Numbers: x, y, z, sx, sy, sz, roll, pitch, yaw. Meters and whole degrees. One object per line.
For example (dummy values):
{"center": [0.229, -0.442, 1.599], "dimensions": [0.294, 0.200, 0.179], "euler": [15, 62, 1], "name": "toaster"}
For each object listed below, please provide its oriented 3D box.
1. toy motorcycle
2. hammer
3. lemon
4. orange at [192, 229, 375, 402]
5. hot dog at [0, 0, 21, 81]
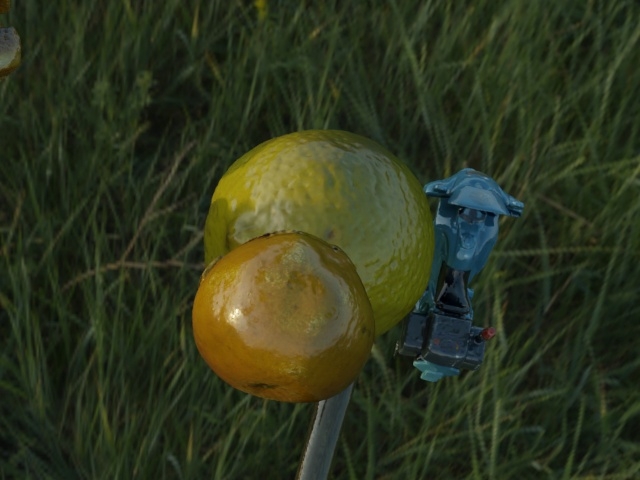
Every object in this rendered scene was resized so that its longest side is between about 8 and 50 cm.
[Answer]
{"center": [0.164, 0.030, 1.446], "dimensions": [0.124, 0.182, 0.272], "euler": [12, 76, -4], "name": "toy motorcycle"}
{"center": [-0.017, 0.280, 1.181], "dimensions": [0.111, 0.043, 0.365], "euler": [15, 90, -1], "name": "hammer"}
{"center": [0.000, 0.001, 1.310], "dimensions": [0.267, 0.267, 0.267], "euler": [6, 54, -9], "name": "lemon"}
{"center": [-0.029, 0.063, 0.996], "dimensions": [0.155, 0.154, 0.134], "euler": [19, 70, 0], "name": "orange"}
{"center": [-0.453, -0.198, 1.186], "dimensions": [0.337, 0.100, 0.135], "euler": [-18, 101, -45], "name": "hot dog"}
